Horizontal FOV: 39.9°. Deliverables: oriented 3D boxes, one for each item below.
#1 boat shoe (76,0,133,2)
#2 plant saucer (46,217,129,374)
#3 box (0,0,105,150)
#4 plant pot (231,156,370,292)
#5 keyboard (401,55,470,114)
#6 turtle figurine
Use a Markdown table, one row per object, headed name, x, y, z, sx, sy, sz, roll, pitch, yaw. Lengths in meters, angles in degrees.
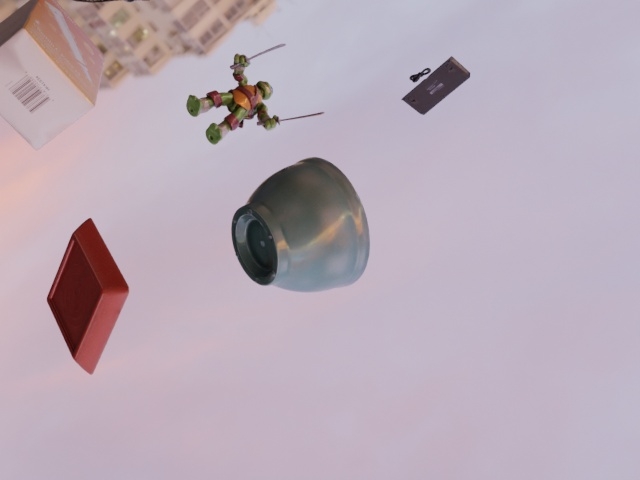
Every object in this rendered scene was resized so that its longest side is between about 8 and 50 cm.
| name | x | y | z | sx | sy | sz | roll | pitch | yaw |
| --- | --- | --- | --- | --- | --- | --- | --- | --- | --- |
| boat shoe | -0.315 | -0.478 | 1.554 | 0.340 | 0.127 | 0.113 | -10 | -132 | 3 |
| plant saucer | -0.532 | 0.123 | 1.968 | 0.259 | 0.048 | 0.258 | 52 | -55 | 38 |
| box | -0.618 | -0.385 | 1.946 | 0.168 | 0.215 | 0.345 | -35 | -151 | 10 |
| plant pot | -0.064 | -0.014 | 1.863 | 0.196 | 0.292 | 0.293 | -19 | -166 | -35 |
| keyboard | 0.287 | -0.406 | 2.273 | 0.180 | 0.108 | 0.023 | -38 | -151 | 36 |
| turtle figurine | -0.189 | -0.374 | 2.270 | 0.275 | 0.197 | 0.266 | 14 | -141 | 43 |
